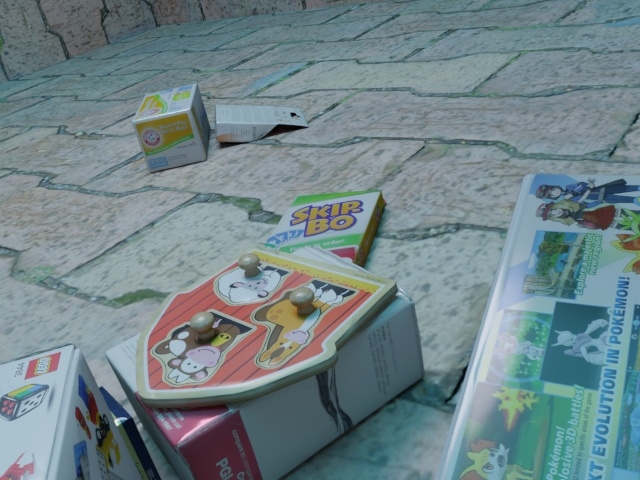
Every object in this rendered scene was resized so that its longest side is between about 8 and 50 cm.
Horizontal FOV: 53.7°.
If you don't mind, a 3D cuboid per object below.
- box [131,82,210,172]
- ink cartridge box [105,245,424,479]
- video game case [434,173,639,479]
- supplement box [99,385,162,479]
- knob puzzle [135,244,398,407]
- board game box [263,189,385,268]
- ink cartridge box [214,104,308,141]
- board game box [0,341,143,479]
[{"bbox_3d":[-0.285,-0.224,1.232,0.114,0.103,0.203,-13,28,-1],"label":"box"},{"bbox_3d":[-0.044,0.104,0.540,0.218,0.092,0.159,-29,32,-25],"label":"ink cartridge box"},{"bbox_3d":[0.255,0.081,0.415,0.300,0.036,0.329,5,51,30],"label":"video game case"},{"bbox_3d":[-0.176,0.173,0.475,0.083,0.083,0.056,-32,34,-30],"label":"supplement box"},{"bbox_3d":[-0.064,0.060,0.500,0.213,0.029,0.213,-10,28,5],"label":"knob puzzle"},{"bbox_3d":[0.000,0.000,0.778,0.124,0.039,0.259,-2,27,18],"label":"board game box"},{"bbox_3d":[-0.123,-0.236,1.275,0.180,0.045,0.145,2,25,-10],"label":"ink cartridge box"},{"bbox_3d":[-0.107,0.208,0.266,0.053,0.192,0.305,-16,28,-7],"label":"board game box"}]
